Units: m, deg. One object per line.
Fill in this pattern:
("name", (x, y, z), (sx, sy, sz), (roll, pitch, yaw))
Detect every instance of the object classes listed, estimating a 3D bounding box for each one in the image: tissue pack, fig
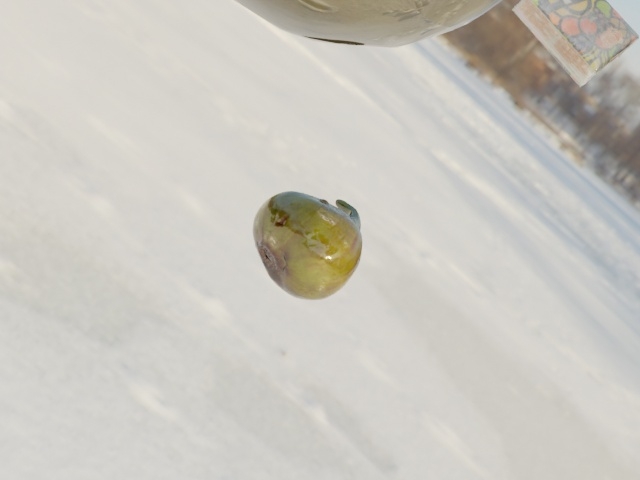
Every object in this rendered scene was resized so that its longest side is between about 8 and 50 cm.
("tissue pack", (0.200, -0.170, 0.976), (0.083, 0.063, 0.035), (48, -32, 5))
("fig", (0.000, 0.000, 0.957), (0.098, 0.082, 0.084), (-21, 31, -28))

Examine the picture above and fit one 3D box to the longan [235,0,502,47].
("longan", (0.016, -0.161, 0.432), (0.189, 0.189, 0.189), (39, 11, -9))
